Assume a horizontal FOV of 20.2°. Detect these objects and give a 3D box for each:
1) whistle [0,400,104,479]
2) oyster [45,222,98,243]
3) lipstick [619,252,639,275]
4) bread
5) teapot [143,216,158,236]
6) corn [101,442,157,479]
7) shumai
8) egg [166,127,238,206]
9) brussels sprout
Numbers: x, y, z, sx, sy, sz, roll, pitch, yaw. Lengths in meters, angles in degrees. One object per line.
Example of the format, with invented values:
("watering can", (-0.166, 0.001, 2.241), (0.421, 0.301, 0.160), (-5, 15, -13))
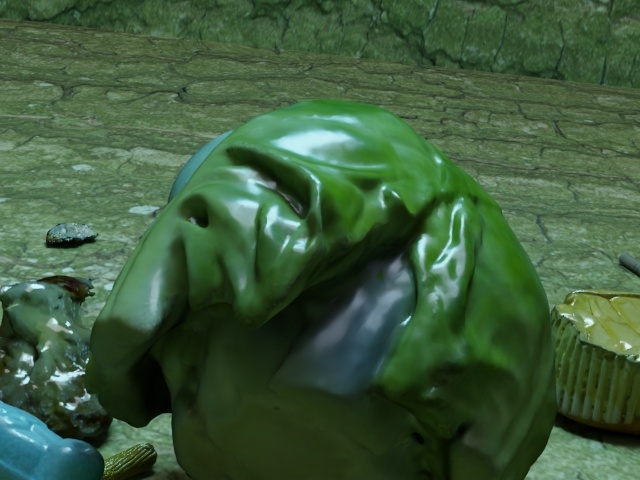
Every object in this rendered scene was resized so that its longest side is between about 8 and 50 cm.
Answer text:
("whistle", (-0.306, 0.182, 1.620), (0.274, 0.093, 0.186), (26, -6, 21))
("oyster", (-0.338, -0.006, 2.407), (0.054, 0.019, 0.083), (18, 18, 26))
("lipstick", (0.461, 0.040, 2.596), (0.019, 0.019, 0.094), (1, 17, -20))
("bread", (0.372, 0.141, 2.031), (0.250, 0.133, 0.179), (-2, 23, -19))
("teapot", (-0.157, 0.009, 2.325), (0.145, 0.092, 0.226), (3, 21, -12))
("corn", (-0.187, 0.215, 1.733), (0.028, 0.027, 0.083), (-1, 11, 38))
("shumai", (-0.293, 0.114, 1.827), (0.209, 0.153, 0.161), (16, 12, 36))
("egg", (0.000, 0.000, 2.088), (0.389, 0.276, 0.276), (15, 18, 24))
("brussels sprout", (0.019, 0.066, 1.657), (0.342, 0.425, 0.361), (-28, 31, 34))
